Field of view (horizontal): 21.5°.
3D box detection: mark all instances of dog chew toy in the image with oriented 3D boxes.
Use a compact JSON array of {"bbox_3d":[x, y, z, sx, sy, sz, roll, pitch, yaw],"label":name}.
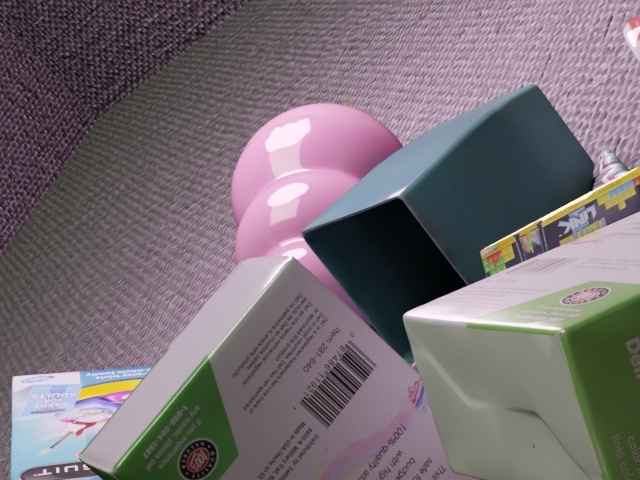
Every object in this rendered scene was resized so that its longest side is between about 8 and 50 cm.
[{"bbox_3d":[0.000,0.000,1.795,0.206,0.206,0.332,-37,28,27],"label":"dog chew toy"}]

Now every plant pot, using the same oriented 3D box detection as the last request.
[{"bbox_3d":[0.141,-0.032,1.586,0.234,0.165,0.165,-46,15,-32],"label":"plant pot"}]

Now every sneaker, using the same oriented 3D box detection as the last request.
[{"bbox_3d":[0.255,-0.043,1.540,0.069,0.038,0.098,-42,17,9],"label":"sneaker"}]

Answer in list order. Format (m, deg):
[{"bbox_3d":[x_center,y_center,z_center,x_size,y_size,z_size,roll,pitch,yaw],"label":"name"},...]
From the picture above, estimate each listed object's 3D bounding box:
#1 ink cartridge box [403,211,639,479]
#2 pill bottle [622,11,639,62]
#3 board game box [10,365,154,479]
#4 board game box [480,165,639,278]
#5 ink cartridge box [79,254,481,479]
[{"bbox_3d":[0.258,0.041,1.078,0.353,0.119,0.207,-22,9,-22],"label":"ink cartridge box"},{"bbox_3d":[0.386,-0.208,1.470,0.221,0.124,0.124,-39,18,17],"label":"pill bottle"},{"bbox_3d":[-0.173,0.210,1.645,0.253,0.079,0.336,-4,15,-9],"label":"board game box"},{"bbox_3d":[0.236,0.002,1.322,0.170,0.141,0.048,-31,64,41],"label":"board game box"},{"bbox_3d":[-0.003,0.176,1.240,0.201,0.278,0.117,-50,14,-15],"label":"ink cartridge box"}]
